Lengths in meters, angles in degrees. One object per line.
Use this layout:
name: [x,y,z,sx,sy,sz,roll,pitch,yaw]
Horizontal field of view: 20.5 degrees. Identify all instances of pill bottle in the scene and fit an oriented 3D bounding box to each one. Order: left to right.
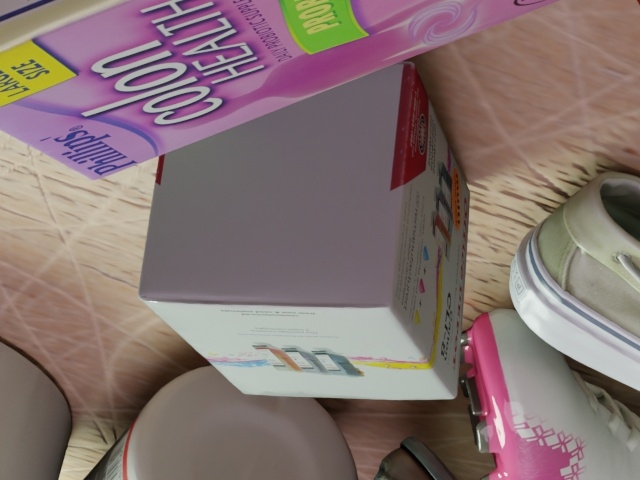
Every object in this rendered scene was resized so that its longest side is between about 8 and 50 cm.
pill bottle: [-0.102,0.215,1.241,0.161,0.161,0.283,22,143,-15]

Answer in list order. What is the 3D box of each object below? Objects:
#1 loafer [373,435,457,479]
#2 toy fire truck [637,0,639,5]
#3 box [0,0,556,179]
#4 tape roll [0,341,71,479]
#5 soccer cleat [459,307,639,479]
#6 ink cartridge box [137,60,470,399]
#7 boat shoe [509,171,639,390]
loafer: [0.067,0.220,1.170,0.084,0.096,0.267,-35,150,-10]
toy fire truck: [0.205,-0.178,0.661,0.217,0.159,0.246,-11,149,28]
box: [-0.019,-0.130,0.640,0.243,0.117,0.213,-20,172,5]
tape roll: [-0.310,0.175,1.234,0.246,0.169,0.246,7,144,5]
soccer cleat: [0.173,0.138,1.128,0.143,0.116,0.331,-13,143,5]
ink cartridge box: [0.000,0.000,0.913,0.127,0.128,0.176,1,161,14]
boat shoe: [0.253,0.058,0.984,0.302,0.109,0.094,22,141,-10]
